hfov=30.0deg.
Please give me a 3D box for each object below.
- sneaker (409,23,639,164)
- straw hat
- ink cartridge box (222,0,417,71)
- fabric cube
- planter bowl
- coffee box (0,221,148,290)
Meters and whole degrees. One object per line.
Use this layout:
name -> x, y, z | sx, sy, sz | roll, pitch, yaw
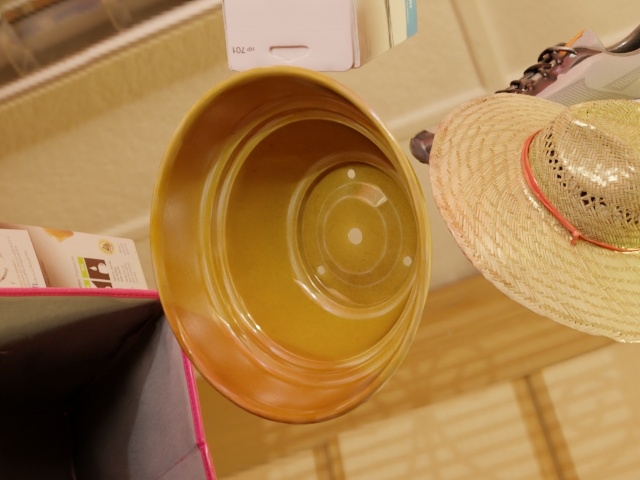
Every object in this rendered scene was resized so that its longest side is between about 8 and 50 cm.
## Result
sneaker -> 0.202, -0.126, 1.073 | 0.271, 0.100, 0.108 | -18, -71, -13
straw hat -> 0.125, -0.029, 0.521 | 0.144, 0.144, 0.061 | 10, -37, -21
ink cartridge box -> 0.004, -0.228, 1.204 | 0.140, 0.191, 0.082 | 3, -71, 21
fabric cube -> -0.248, 0.203, 0.896 | 0.254, 0.259, 0.258 | 3, -30, -34
planter bowl -> 0.000, 0.000, 0.751 | 0.090, 0.217, 0.217 | -8, -33, -51
coffee box -> -0.306, 0.060, 1.134 | 0.246, 0.098, 0.141 | 9, -44, -39
